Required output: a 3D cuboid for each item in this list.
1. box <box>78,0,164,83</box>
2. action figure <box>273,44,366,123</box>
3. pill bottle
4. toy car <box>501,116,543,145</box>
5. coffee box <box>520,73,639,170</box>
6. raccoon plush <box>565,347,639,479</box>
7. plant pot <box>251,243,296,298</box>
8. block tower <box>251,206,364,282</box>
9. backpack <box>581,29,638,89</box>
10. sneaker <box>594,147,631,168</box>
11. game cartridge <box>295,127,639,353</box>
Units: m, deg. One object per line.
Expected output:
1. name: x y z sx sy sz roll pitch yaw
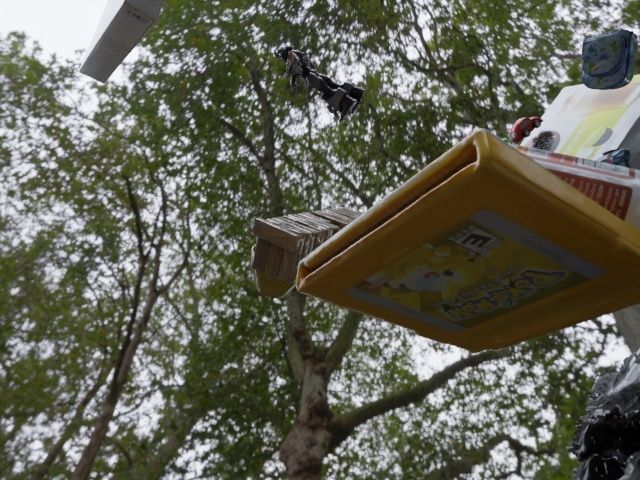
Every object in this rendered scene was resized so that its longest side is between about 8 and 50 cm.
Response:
1. box: -0.337 -0.440 0.903 0.058 0.233 0.321 24 -17 -35
2. action figure: -0.020 -0.447 1.382 0.285 0.185 0.099 37 -60 6
3. pill bottle: 0.321 -0.037 0.613 0.216 0.121 0.121 18 -53 20
4. toy car: 0.495 -0.256 1.360 0.239 0.225 0.053 -40 -88 24
5. coffee box: 0.778 -0.196 1.362 0.338 0.334 0.338 41 -97 -22
6. raccoon plush: 0.473 0.234 0.463 0.299 0.216 0.446 34 -45 1
7. plant pot: -0.103 0.076 1.153 0.134 0.134 0.095 15 -70 -4
8. block tower: 0.000 0.000 0.966 0.090 0.335 0.097 21 -74 27
9. backpack: 0.613 -0.383 1.076 0.105 0.084 0.115 7 -75 49
10. sneaker: 0.670 -0.081 1.025 0.125 0.104 0.262 -43 -98 15
11. game cartridge: 0.180 0.040 0.562 0.323 0.053 0.285 24 -38 -26
